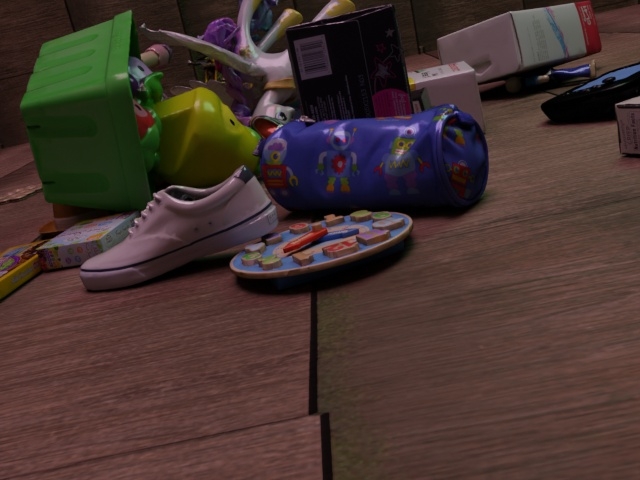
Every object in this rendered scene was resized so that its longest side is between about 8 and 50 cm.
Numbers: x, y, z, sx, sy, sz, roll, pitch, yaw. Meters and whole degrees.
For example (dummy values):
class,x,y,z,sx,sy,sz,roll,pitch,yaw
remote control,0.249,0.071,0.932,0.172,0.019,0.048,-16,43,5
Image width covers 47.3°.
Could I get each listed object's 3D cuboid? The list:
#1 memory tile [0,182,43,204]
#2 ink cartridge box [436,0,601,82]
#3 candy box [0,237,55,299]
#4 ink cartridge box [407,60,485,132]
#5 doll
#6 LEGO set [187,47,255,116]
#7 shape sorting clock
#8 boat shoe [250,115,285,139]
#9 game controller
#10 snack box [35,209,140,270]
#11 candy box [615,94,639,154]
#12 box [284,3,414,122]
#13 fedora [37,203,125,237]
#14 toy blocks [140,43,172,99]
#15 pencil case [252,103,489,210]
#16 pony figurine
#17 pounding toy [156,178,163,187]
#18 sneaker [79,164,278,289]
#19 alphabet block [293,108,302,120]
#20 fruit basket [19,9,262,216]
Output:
class,x,y,z,sx,sy,sz,roll,pitch,yaw
memory tile,-0.738,-0.113,1.787,0.113,0.012,0.148,-9,17,14
ink cartridge box,0.455,-0.445,1.675,0.306,0.131,0.226,-17,7,-37
candy box,-0.443,0.044,1.021,0.105,0.027,0.206,-13,16,12
ink cartridge box,0.150,-0.244,1.357,0.278,0.117,0.201,-10,17,9
doll,0.495,-0.354,1.583,0.189,0.046,0.129,-5,17,23
LEGO set,-0.164,-0.441,1.937,0.255,0.192,0.331,-2,-3,36
shape sorting clock,0.000,0.000,0.806,0.206,0.040,0.206,-12,17,4
boat shoe,-0.067,-0.180,1.323,0.049,0.137,0.043,-53,10,8
game controller,0.517,-0.273,1.268,0.166,0.067,0.319,4,23,45
snack box,-0.332,-0.002,1.069,0.100,0.037,0.141,-10,17,13
candy box,0.496,-0.148,0.860,0.159,0.071,0.233,-21,19,-23
box,0.055,-0.216,1.109,0.163,0.247,0.142,-10,15,10
fedora,-0.405,-0.070,1.275,0.194,0.079,0.194,-12,17,4
toy blocks,-0.524,-0.400,2.101,0.309,0.288,0.260,-10,20,22
pencil case,0.061,-0.105,0.949,0.306,0.133,0.119,2,4,38
pony figurine,-0.141,-0.345,1.445,0.351,0.303,0.363,20,69,11
pounding toy,-0.333,-0.152,1.501,0.237,0.110,0.183,13,7,-7
sneaker,-0.181,-0.018,0.882,0.258,0.091,0.094,-21,14,8
alphabet block,0.054,-0.346,1.643,0.193,0.192,0.197,-1,19,29
fruit basket,-0.277,-0.207,1.232,0.392,0.283,0.392,-1,34,1
